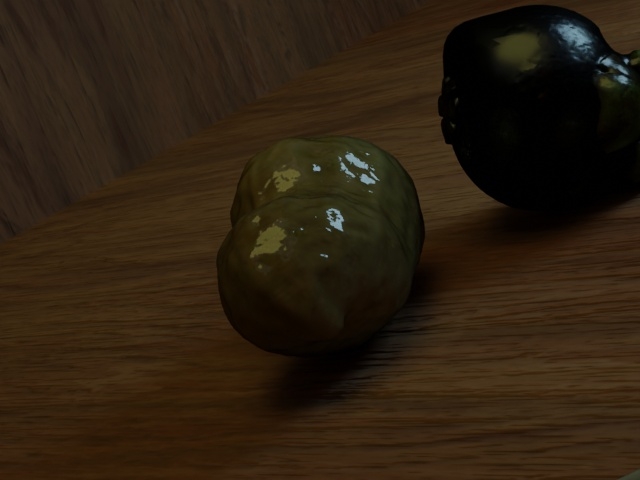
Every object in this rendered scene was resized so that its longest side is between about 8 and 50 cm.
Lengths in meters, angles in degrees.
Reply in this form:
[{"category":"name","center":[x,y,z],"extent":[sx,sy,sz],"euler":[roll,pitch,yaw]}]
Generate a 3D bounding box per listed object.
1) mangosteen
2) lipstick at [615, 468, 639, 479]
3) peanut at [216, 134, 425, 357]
[{"category":"mangosteen","center":[0.237,-0.134,1.862],"extent":[0.243,0.243,0.243],"euler":[-21,14,5]},{"category":"lipstick","center":[0.207,0.163,1.038],"extent":[0.317,0.066,0.068],"euler":[-23,13,-6]},{"category":"peanut","center":[0.000,0.000,1.717],"extent":[0.169,0.192,0.387],"euler":[-32,10,15]}]
